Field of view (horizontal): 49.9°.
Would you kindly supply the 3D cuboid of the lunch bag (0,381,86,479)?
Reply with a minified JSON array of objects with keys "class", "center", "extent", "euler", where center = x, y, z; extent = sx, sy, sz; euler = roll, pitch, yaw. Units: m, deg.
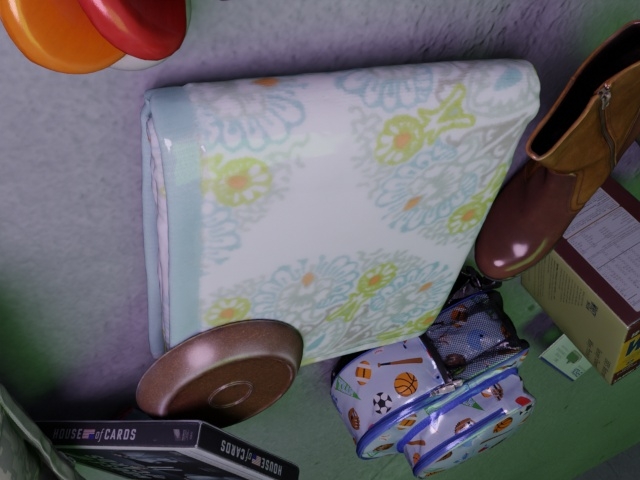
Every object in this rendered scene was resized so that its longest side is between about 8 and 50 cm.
[{"class":"lunch bag","center":[-0.321,0.206,0.497],"extent":[0.256,0.212,0.305],"euler":[-28,144,-20]}]

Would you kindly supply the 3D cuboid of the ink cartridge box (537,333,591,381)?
[{"class":"ink cartridge box","center":[0.544,0.127,1.284],"extent":[0.307,0.072,0.304],"euler":[-40,146,12]}]

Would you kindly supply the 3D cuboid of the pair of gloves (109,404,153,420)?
[{"class":"pair of gloves","center":[-0.162,0.206,0.833],"extent":[0.198,0.023,0.159],"euler":[-39,145,6]}]

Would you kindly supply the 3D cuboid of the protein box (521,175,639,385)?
[{"class":"protein box","center":[0.394,0.053,0.947],"extent":[0.136,0.201,0.200],"euler":[-31,145,-5]}]

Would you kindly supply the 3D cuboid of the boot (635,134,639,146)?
[{"class":"boot","center":[0.453,-0.071,0.874],"extent":[0.219,0.082,0.106],"euler":[33,78,-22]}]

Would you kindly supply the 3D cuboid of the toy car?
[{"class":"toy car","center":[-0.092,-0.161,0.347],"extent":[0.182,0.136,0.159],"euler":[-41,145,9]}]

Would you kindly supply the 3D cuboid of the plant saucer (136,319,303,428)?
[{"class":"plant saucer","center":[-0.090,0.139,0.662],"extent":[0.168,0.029,0.168],"euler":[-17,143,-13]}]

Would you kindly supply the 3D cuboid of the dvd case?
[{"class":"dvd case","center":[-0.168,0.221,0.709],"extent":[0.239,0.029,0.179],"euler":[-9,148,28]}]

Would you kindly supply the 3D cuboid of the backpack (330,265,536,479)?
[{"class":"backpack","center":[0.151,0.206,0.945],"extent":[0.263,0.213,0.276],"euler":[-21,148,-1]}]

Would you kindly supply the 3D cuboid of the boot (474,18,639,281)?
[{"class":"boot","center":[0.239,-0.063,0.693],"extent":[0.264,0.096,0.280],"euler":[-45,165,13]}]

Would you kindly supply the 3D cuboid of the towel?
[{"class":"towel","center":[0.000,0.000,0.646],"extent":[0.321,0.090,0.374],"euler":[-13,143,-22]}]
